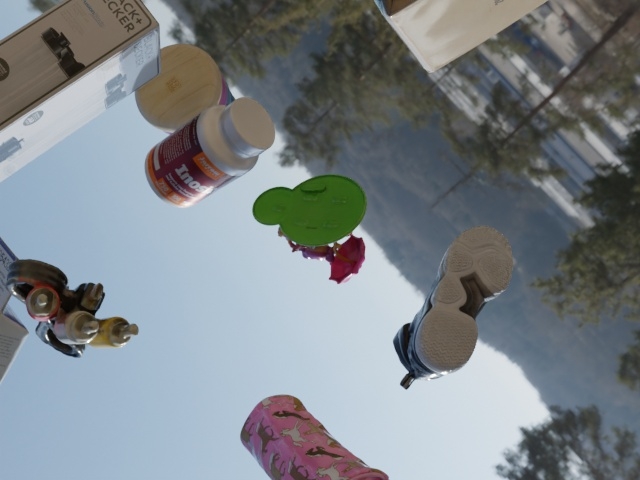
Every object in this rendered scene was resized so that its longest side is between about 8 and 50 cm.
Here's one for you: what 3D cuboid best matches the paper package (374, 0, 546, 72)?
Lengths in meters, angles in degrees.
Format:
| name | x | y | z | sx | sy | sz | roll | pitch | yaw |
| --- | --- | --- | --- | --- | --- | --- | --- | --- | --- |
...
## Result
| name | x | y | z | sx | sy | sz | roll | pitch | yaw |
| --- | --- | --- | --- | --- | --- | --- | --- | --- | --- |
| paper package | 0.248 | -0.476 | 1.372 | 0.168 | 0.309 | 0.325 | 62 | -165 | 15 |

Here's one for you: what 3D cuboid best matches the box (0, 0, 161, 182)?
| name | x | y | z | sx | sy | sz | roll | pitch | yaw |
| --- | --- | --- | --- | --- | --- | --- | --- | --- | --- |
| box | -0.334 | -0.187 | 0.954 | 0.087 | 0.290 | 0.169 | 51 | 165 | 0 |

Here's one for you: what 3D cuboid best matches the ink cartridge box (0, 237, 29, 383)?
| name | x | y | z | sx | sy | sz | roll | pitch | yaw |
| --- | --- | --- | --- | --- | --- | --- | --- | --- | --- |
| ink cartridge box | -0.570 | 0.125 | 1.230 | 0.071 | 0.330 | 0.324 | 29 | -176 | -46 |

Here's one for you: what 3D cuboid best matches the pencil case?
| name | x | y | z | sx | sy | sz | roll | pitch | yaw |
| --- | --- | --- | --- | --- | --- | --- | --- | --- | --- |
| pencil case | -0.018 | 0.451 | 1.604 | 0.167 | 0.160 | 0.386 | 37 | 173 | -34 |

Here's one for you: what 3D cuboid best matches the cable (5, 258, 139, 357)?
| name | x | y | z | sx | sy | sz | roll | pitch | yaw |
| --- | --- | --- | --- | --- | --- | --- | --- | --- | --- |
| cable | -0.302 | 0.095 | 0.881 | 0.139 | 0.072 | 0.287 | 27 | 151 | -20 |

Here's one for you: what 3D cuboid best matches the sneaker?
| name | x | y | z | sx | sy | sz | roll | pitch | yaw |
| --- | --- | --- | --- | --- | --- | --- | --- | --- | --- |
| sneaker | 0.185 | 0.099 | 1.157 | 0.101 | 0.268 | 0.153 | 34 | 144 | -1 |

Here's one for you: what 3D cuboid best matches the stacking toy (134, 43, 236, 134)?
| name | x | y | z | sx | sy | sz | roll | pitch | yaw |
| --- | --- | --- | --- | --- | --- | --- | --- | --- | --- |
| stacking toy | -0.191 | -0.209 | 1.347 | 0.141 | 0.141 | 0.330 | 49 | -179 | 14 |

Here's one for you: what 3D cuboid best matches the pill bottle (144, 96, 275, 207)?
| name | x | y | z | sx | sy | sz | roll | pitch | yaw |
| --- | --- | --- | --- | --- | --- | --- | --- | --- | --- |
| pill bottle | -0.127 | -0.102 | 0.905 | 0.086 | 0.152 | 0.086 | 27 | -129 | -38 |

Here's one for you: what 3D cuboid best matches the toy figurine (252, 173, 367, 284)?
| name | x | y | z | sx | sy | sz | roll | pitch | yaw |
| --- | --- | --- | --- | --- | --- | --- | --- | --- | --- |
| toy figurine | 0.000 | 0.000 | 1.174 | 0.159 | 0.173 | 0.130 | 68 | -147 | -49 |
